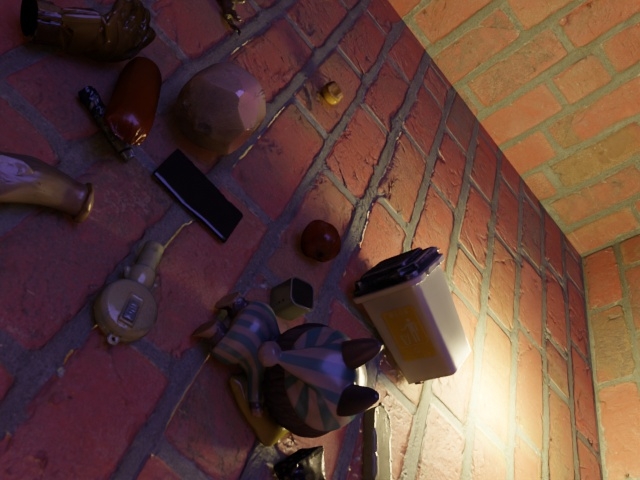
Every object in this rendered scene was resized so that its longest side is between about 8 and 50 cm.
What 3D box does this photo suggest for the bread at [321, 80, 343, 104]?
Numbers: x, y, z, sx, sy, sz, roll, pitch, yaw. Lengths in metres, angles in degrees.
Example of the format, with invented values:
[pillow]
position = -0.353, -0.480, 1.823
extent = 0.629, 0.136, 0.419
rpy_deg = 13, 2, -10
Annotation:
[bread]
position = 0.038, -0.546, 2.128
extent = 0.082, 0.056, 0.115
rpy_deg = 52, 31, -17

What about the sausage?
[sausage]
position = -0.430, -0.336, 1.333
extent = 0.097, 0.094, 0.348
rpy_deg = 38, 24, -32

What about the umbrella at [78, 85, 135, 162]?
[umbrella]
position = -0.488, -0.267, 1.303
extent = 0.046, 0.050, 0.188
rpy_deg = -33, 95, -26

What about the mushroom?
[mushroom]
position = -0.551, -0.109, 1.082
extent = 0.247, 0.096, 0.108
rpy_deg = 18, 27, -47

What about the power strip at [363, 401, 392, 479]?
[power strip]
position = 0.149, 0.561, 1.481
extent = 0.080, 0.048, 0.286
rpy_deg = 35, 42, -33

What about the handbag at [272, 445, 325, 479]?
[handbag]
position = -0.036, 0.542, 1.268
extent = 0.115, 0.072, 0.139
rpy_deg = -11, 87, -54

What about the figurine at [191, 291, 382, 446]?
[figurine]
position = -0.021, 0.237, 1.230
extent = 0.361, 0.377, 0.266
rpy_deg = 50, 37, -15

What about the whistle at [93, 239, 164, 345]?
[whistle]
position = -0.377, 0.103, 1.163
extent = 0.126, 0.067, 0.258
rpy_deg = 39, 38, -27

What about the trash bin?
[trash bin]
position = 0.303, 0.221, 1.756
extent = 0.296, 0.255, 0.368
rpy_deg = -31, 96, -56

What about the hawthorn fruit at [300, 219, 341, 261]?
[hawthorn fruit]
position = 0.000, 0.000, 1.649
extent = 0.128, 0.128, 0.128
rpy_deg = 29, 45, -35

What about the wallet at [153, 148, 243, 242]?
[wallet]
position = -0.304, -0.111, 1.433
extent = 0.244, 0.025, 0.124
rpy_deg = 47, 37, -19

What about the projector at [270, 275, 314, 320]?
[projector]
position = -0.073, 0.151, 1.476
extent = 0.083, 0.082, 0.083
rpy_deg = 29, 47, -35

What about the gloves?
[gloves]
position = -0.524, -0.497, 1.340
extent = 0.331, 0.154, 0.141
rpy_deg = -14, 61, -47

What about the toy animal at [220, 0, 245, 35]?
[toy animal]
position = -0.288, -0.758, 1.883
extent = 0.086, 0.069, 0.220
rpy_deg = -7, 64, -29

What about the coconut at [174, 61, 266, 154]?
[coconut]
position = -0.261, -0.343, 1.485
extent = 0.227, 0.227, 0.230
rpy_deg = 48, 32, -15
